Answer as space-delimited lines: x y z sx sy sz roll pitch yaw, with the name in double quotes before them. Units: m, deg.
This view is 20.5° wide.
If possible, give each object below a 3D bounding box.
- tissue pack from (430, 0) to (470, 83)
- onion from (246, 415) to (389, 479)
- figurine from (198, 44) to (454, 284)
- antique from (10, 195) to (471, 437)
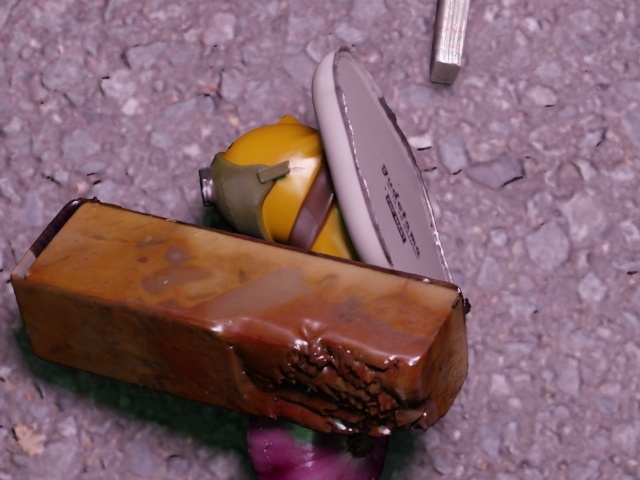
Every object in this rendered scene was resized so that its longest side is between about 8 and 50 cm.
"tissue pack" 0.100 -0.177 1.339 0.023 0.056 0.108 9 78 -2
"onion" -0.004 0.140 1.261 0.115 0.104 0.115 10 73 -38
"figurine" 0.000 0.000 1.274 0.141 0.166 0.250 -19 91 16
"antique" -0.054 0.056 1.211 0.309 0.087 0.093 13 46 22
